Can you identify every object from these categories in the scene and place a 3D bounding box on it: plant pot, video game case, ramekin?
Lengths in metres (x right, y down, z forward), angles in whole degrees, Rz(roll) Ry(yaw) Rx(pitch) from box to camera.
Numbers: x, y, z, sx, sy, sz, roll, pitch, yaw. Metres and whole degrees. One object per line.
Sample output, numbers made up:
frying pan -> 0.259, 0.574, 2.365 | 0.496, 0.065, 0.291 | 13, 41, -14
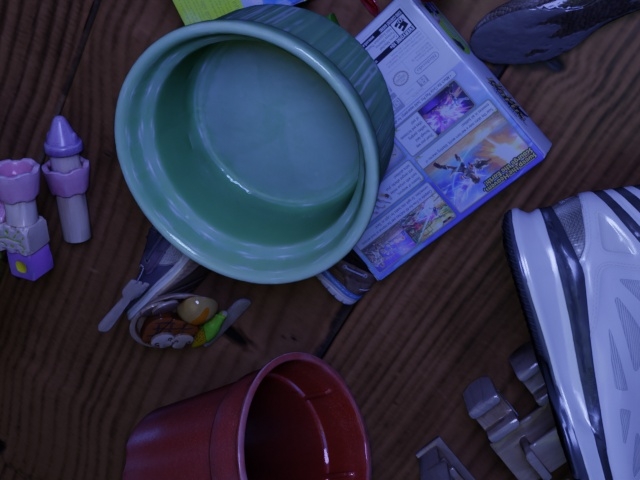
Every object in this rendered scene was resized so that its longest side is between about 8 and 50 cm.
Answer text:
plant pot -> -0.114, 0.313, 1.266 | 0.265, 0.272, 0.272 | -18, 104, 35
video game case -> 0.093, -0.122, 1.097 | 0.269, 0.061, 0.244 | -39, 93, 31
ramekin -> -0.062, -0.117, 1.028 | 0.304, 0.148, 0.303 | 10, 122, 17

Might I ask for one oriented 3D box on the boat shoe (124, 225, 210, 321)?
boat shoe -> -0.192, 0.006, 1.252 | 0.092, 0.103, 0.285 | 52, 125, 11

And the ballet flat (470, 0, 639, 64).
ballet flat -> 0.276, -0.257, 0.974 | 0.250, 0.058, 0.084 | -19, 139, 33

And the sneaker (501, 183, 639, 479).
sneaker -> 0.376, 0.150, 0.987 | 0.258, 0.169, 0.447 | -16, 95, 9

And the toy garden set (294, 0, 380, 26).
toy garden set -> -0.032, -0.333, 1.065 | 0.204, 0.049, 0.244 | -21, 103, 28

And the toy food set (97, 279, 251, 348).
toy food set -> -0.198, 0.116, 1.258 | 0.132, 0.192, 0.038 | -48, 46, 33

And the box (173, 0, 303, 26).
box -> -0.090, -0.302, 1.052 | 0.178, 0.042, 0.109 | -19, 105, 29

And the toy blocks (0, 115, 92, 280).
toy blocks -> -0.497, -0.078, 1.211 | 0.289, 0.309, 0.260 | 10, 121, 18

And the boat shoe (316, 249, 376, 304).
boat shoe -> 0.000, 0.000, 1.191 | 0.183, 0.066, 0.066 | 42, 116, -11

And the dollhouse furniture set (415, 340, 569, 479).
dollhouse furniture set -> 0.253, 0.274, 1.185 | 0.242, 0.161, 0.212 | -39, 94, 8
